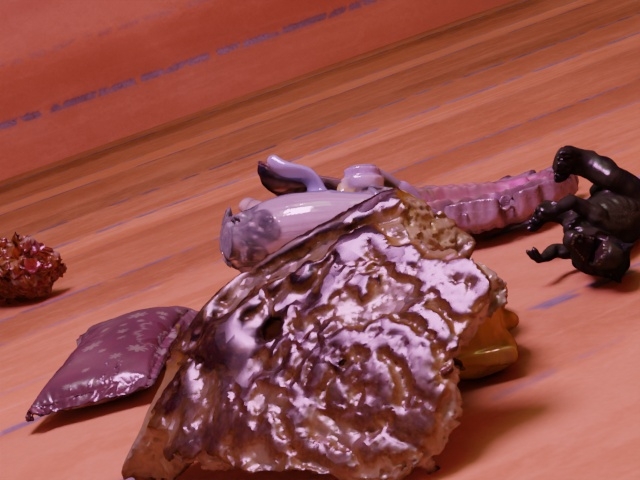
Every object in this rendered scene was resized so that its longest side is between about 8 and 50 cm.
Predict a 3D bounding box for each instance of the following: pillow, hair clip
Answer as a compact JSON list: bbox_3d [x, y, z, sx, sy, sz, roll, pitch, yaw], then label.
[{"bbox_3d":[-0.175,0.098,1.142,0.118,0.043,0.185,-13,13,10],"label":"pillow"},{"bbox_3d":[0.090,-0.038,1.239,0.300,0.069,0.173,0,8,-8],"label":"hair clip"}]

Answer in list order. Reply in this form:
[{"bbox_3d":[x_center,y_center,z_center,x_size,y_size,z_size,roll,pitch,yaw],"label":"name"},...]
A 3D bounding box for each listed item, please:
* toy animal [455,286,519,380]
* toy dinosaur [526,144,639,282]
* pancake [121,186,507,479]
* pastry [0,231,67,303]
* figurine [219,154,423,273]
[{"bbox_3d":[0.098,0.048,0.939,0.083,0.070,0.159,-13,8,13],"label":"toy animal"},{"bbox_3d":[0.253,-0.001,1.040,0.179,0.087,0.187,21,40,7],"label":"toy dinosaur"},{"bbox_3d":[0.000,0.062,0.855,0.257,0.056,0.212,-3,54,30],"label":"pancake"},{"bbox_3d":[-0.370,0.038,1.585,0.169,0.087,0.063,-5,52,47],"label":"pastry"},{"bbox_3d":[0.000,0.000,1.130,0.184,0.128,0.208,1,-11,-32],"label":"figurine"}]
